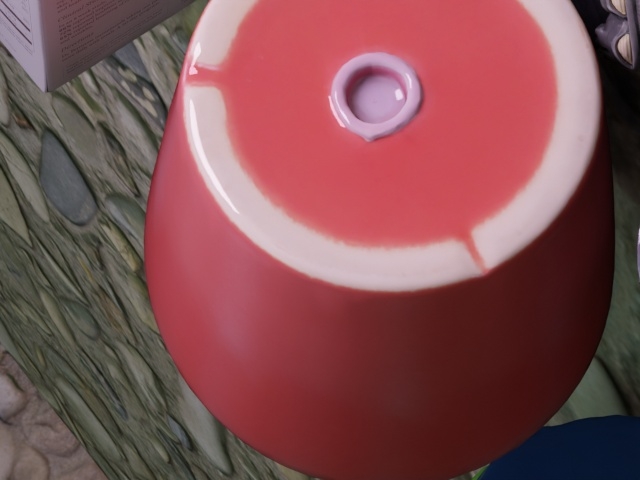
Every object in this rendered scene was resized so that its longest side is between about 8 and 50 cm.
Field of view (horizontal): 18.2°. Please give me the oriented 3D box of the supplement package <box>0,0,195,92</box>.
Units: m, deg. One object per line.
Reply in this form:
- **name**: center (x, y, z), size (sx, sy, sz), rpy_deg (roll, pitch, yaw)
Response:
- **supplement package**: center (-0.146, -0.267, 1.192), size (0.198, 0.199, 0.262), rpy_deg (50, 161, 16)

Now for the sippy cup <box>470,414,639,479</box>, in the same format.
- **sippy cup**: center (0.190, 0.241, 1.269), size (0.306, 0.240, 0.224), rpy_deg (5, 121, 35)

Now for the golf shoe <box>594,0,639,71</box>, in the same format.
- **golf shoe**: center (0.161, -0.147, 0.869), size (0.094, 0.077, 0.198), rpy_deg (26, 156, 36)

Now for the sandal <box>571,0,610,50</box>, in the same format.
- **sandal**: center (0.076, -0.200, 0.993), size (0.254, 0.054, 0.097), rpy_deg (59, 161, -13)

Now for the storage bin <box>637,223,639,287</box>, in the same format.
- **storage bin**: center (0.212, 0.028, 0.917), size (0.084, 0.122, 0.180), rpy_deg (2, 133, 27)

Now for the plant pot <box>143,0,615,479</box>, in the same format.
- **plant pot**: center (0.031, -0.031, 1.022), size (0.275, 0.275, 0.243), rpy_deg (49, 169, 14)
